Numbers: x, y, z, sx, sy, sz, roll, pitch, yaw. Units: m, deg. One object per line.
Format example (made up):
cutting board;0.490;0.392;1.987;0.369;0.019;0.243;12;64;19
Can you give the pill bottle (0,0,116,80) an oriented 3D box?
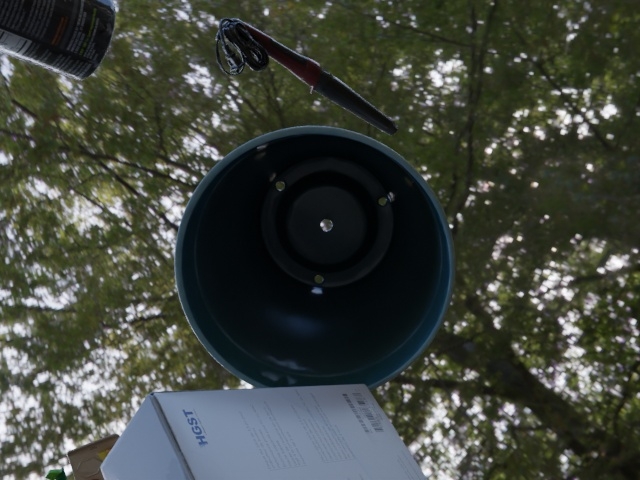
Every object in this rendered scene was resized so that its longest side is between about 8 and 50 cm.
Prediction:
pill bottle;-0.406;-0.310;1.014;0.245;0.130;0.130;17;-80;-41

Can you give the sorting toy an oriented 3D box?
sorting toy;-0.224;0.229;0.750;0.083;0.012;0.062;-22;-96;6

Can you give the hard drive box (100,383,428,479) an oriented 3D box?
hard drive box;-0.020;0.206;0.591;0.232;0.181;0.089;10;-55;-45

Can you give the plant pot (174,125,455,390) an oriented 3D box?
plant pot;0.000;0.000;0.866;0.271;0.255;0.272;1;-77;3

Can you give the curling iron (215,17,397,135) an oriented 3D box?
curling iron;-0.014;-0.190;0.949;0.274;0.035;0.068;22;-108;-32
